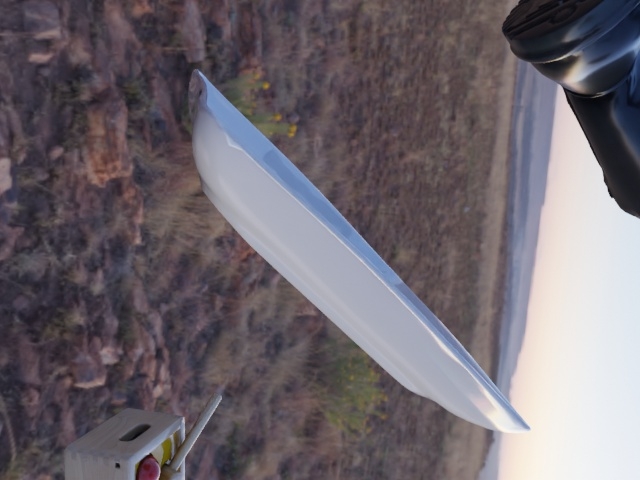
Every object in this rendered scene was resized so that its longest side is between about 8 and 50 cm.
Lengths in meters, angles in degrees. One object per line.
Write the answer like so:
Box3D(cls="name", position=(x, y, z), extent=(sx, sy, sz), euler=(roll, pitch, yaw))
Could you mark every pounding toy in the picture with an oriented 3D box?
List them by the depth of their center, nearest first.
Box3D(cls="pounding toy", position=(-0.176, 0.235, 0.703), extent=(0.141, 0.100, 0.130), euler=(-23, 116, -72))

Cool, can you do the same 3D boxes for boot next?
Box3D(cls="boot", position=(0.223, -0.102, 0.492), extent=(0.207, 0.094, 0.246), euler=(55, 27, -14))

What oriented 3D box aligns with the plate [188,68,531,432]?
Box3D(cls="plate", position=(0.000, 0.000, 0.492), extent=(0.278, 0.045, 0.277), euler=(44, 4, -21))
